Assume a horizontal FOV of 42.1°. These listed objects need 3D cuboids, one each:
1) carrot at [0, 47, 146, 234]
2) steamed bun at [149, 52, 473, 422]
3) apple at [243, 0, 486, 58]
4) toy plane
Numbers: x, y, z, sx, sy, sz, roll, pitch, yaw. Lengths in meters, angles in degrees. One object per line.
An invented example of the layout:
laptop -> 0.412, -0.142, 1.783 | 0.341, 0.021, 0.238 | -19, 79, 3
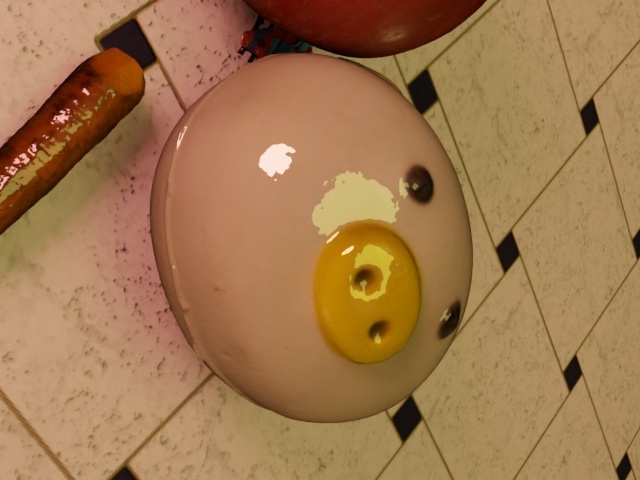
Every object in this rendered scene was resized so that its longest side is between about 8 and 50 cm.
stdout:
carrot -> -0.275, -0.060, 0.749 | 0.314, 0.066, 0.066 | -51, 126, -24
steamed bun -> -0.005, -0.001, 0.846 | 0.334, 0.334, 0.374 | -35, 121, -36
apple -> 0.041, -0.353, 0.817 | 0.348, 0.277, 0.348 | 24, 49, -30
toy plane -> -0.031, -0.233, 0.963 | 0.130, 0.061, 0.189 | 37, 65, -39
